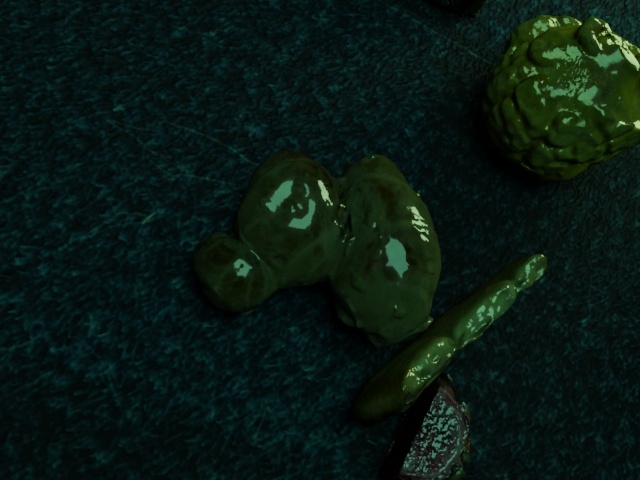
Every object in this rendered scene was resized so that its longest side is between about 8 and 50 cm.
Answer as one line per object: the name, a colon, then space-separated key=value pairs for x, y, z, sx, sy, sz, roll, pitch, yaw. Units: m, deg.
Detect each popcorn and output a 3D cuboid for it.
popcorn: x=0.347 y=-0.206 z=1.189 sx=0.250 sy=0.190 sz=0.250 roll=2 pitch=85 yaw=-22

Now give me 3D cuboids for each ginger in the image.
ginger: x=0.000 y=0.000 z=1.026 sx=0.304 sy=0.155 sz=0.245 roll=8 pitch=78 yaw=-9

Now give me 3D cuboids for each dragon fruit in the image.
dragon fruit: x=0.146 y=0.242 z=1.020 sx=0.096 sy=0.102 sz=0.147 roll=26 pitch=76 yaw=-2

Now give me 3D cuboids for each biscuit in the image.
biscuit: x=0.152 y=0.122 z=1.026 sx=0.299 sy=0.154 sz=0.045 roll=-38 pitch=86 yaw=-27

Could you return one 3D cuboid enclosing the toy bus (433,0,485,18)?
toy bus: x=0.177 y=-0.415 z=1.233 sx=0.182 sy=0.103 sz=0.091 roll=22 pitch=68 yaw=-13
